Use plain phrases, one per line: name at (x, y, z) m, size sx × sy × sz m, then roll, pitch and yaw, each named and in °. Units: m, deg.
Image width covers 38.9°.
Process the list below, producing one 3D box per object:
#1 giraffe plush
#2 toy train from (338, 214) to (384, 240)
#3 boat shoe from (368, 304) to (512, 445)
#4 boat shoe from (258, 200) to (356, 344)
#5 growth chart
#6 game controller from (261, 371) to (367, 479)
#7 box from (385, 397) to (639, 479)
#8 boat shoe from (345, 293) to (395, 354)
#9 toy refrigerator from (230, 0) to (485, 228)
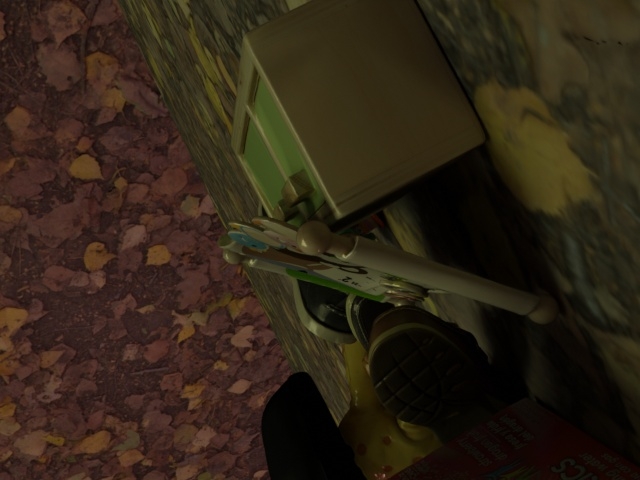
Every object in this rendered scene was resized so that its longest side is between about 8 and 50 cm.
giraffe plush at (0.037, 0.213, 0.947) m, size 0.210 × 0.170 × 0.181 m, roll 61°, pitch 171°, yaw 9°
toy train at (0.007, -0.049, 0.757) m, size 0.166 × 0.046 × 0.125 m, roll 53°, pitch -164°, yaw 0°
boat shoe at (0.077, 0.085, 0.592) m, size 0.178 × 0.064 × 0.060 m, roll 45°, pitch -154°, yaw -47°
boat shoe at (0.000, 0.000, 0.903) m, size 0.079 × 0.084 × 0.233 m, roll -66°, pitch 30°, yaw 28°
growth chart at (0.022, 0.017, 0.530) m, size 0.237 × 0.171 × 0.021 m, roll 173°, pitch 111°, yaw -73°
game controller at (0.047, 0.218, 0.508) m, size 0.166 × 0.067 × 0.319 m, roll -104°, pitch -7°, yaw -55°
box at (0.137, 0.195, 0.468) m, size 0.128 × 0.122 × 0.257 m, roll 64°, pitch 171°, yaw -12°
boat shoe at (0.072, 0.096, 0.798) m, size 0.152 × 0.056 × 0.049 m, roll 56°, pitch 171°, yaw -35°
toy refrigerator at (0.002, -0.059, 0.565) m, size 0.102 × 0.094 × 0.269 m, roll 62°, pitch 171°, yaw 1°
